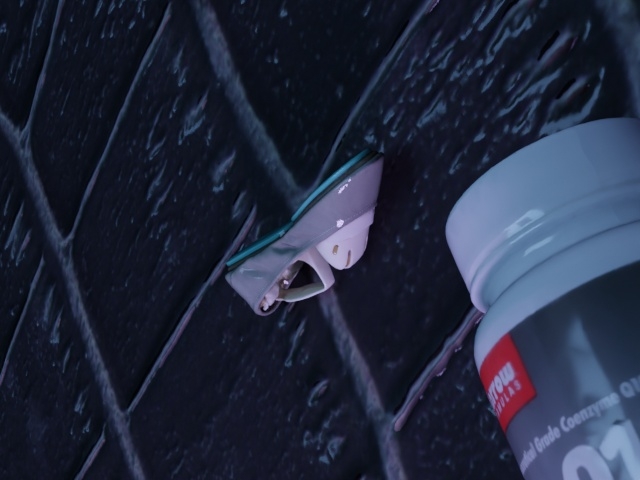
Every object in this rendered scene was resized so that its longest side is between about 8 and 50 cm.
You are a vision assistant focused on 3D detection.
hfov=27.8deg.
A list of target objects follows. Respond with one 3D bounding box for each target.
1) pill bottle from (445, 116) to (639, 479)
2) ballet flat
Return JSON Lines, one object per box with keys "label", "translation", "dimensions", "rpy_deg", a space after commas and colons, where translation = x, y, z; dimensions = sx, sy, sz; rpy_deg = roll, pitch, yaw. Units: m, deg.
{"label": "pill bottle", "translation": [0.177, 0.089, 0.674], "dimensions": [0.161, 0.161, 0.283], "rpy_deg": [-49, 53, 43]}
{"label": "ballet flat", "translation": [0.000, 0.000, 1.010], "dimensions": [0.068, 0.072, 0.213], "rpy_deg": [53, 139, 1]}
